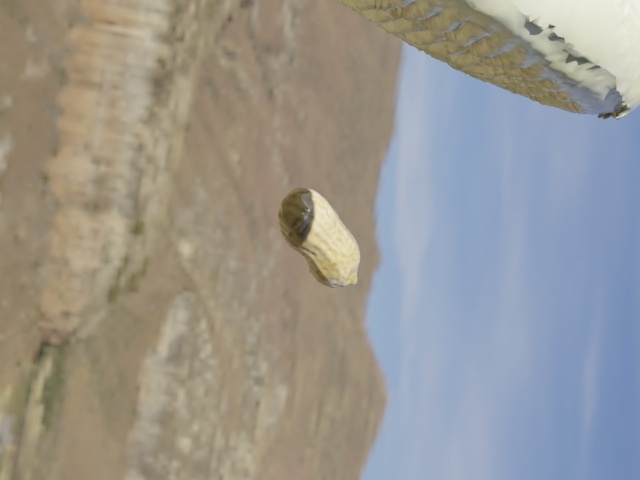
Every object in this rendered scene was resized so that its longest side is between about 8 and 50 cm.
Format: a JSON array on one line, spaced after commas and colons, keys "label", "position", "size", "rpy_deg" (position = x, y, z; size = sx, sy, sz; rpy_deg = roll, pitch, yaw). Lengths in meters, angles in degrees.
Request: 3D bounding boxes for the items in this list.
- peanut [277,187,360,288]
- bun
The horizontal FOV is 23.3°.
[{"label": "peanut", "position": [0.000, 0.000, 1.307], "size": [0.113, 0.054, 0.054], "rpy_deg": [57, 28, -38]}, {"label": "bun", "position": [0.081, -0.179, 0.854], "size": [0.146, 0.287, 0.287], "rpy_deg": [-62, -176, 4]}]
